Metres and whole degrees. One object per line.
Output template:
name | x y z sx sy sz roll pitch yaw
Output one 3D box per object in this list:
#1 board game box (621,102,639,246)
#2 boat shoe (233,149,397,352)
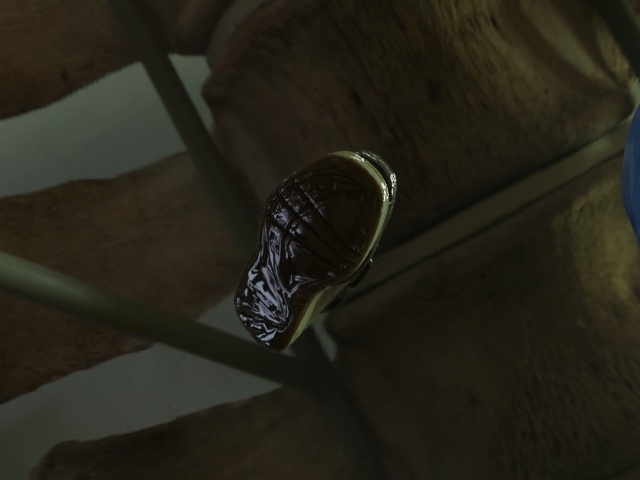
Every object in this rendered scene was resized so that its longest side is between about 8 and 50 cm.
board game box | 0.304 -0.047 0.976 0.033 0.133 0.168 0 -135 -7
boat shoe | 0.000 0.000 0.561 0.056 0.152 0.049 48 -128 8
